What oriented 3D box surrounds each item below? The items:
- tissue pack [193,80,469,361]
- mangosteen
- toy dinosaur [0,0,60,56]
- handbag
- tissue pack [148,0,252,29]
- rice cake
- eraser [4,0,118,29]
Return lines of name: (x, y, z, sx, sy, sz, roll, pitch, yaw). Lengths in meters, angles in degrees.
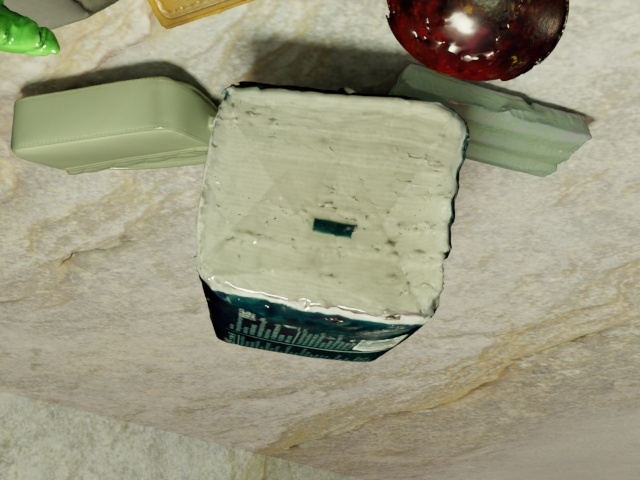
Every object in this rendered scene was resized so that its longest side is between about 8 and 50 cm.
tissue pack: (0.000, 0.000, 1.273, 0.264, 0.253, 0.416, 8, 166, -1)
mangosteen: (0.147, -0.225, 0.941, 0.166, 0.166, 0.180, 16, 129, -21)
toy dinosaur: (-0.284, -0.323, 0.749, 0.500, 0.374, 0.144, 17, -166, 33)
handbag: (-0.228, -0.128, 1.333, 0.256, 0.079, 0.219, -5, 168, 23)
tissue pack: (0.001, -0.281, 0.763, 0.275, 0.194, 0.145, -12, 122, 32)
rice cake: (0.184, -0.134, 1.254, 0.237, 0.043, 0.127, 12, 154, -15)
eraser: (-0.323, -0.290, 0.989, 0.111, 0.077, 0.352, -8, 153, 33)
